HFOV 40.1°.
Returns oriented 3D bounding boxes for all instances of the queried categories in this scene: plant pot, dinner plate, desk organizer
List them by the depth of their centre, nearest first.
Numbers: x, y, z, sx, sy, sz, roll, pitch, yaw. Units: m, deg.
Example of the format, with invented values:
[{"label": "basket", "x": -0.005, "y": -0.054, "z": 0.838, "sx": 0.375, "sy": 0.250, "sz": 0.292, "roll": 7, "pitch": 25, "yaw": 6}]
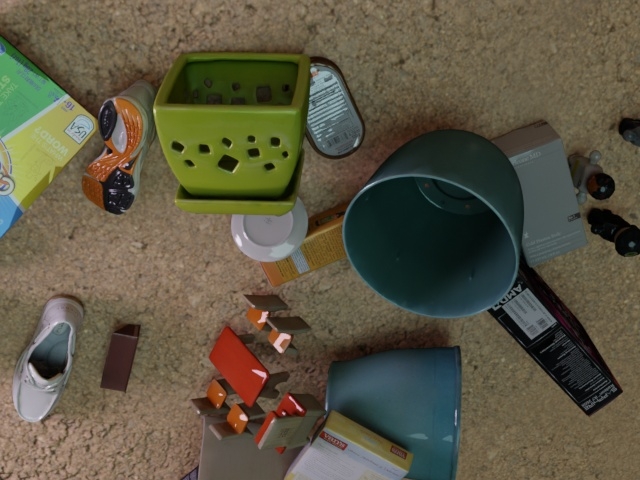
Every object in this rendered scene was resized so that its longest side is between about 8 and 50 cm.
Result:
[{"label": "plant pot", "x": -0.130, "y": -0.168, "z": 1.421, "sx": 0.228, "sy": 0.227, "sz": 0.207, "roll": 1, "pitch": 123, "yaw": 4}, {"label": "plant pot", "x": 0.212, "y": -0.054, "z": 1.497, "sx": 0.292, "sy": 0.235, "sz": 0.293, "roll": 13, "pitch": 132, "yaw": 15}, {"label": "dinner plate", "x": -0.093, "y": -0.032, "z": 1.573, "sx": 0.141, "sy": 0.017, "sz": 0.141, "roll": -1, "pitch": 79, "yaw": 5}, {"label": "desk organizer", "x": -0.383, "y": 0.223, "z": 1.678, "sx": 0.050, "sy": 0.047, "sz": 0.130, "roll": 13, "pitch": 113, "yaw": -13}, {"label": "plant pot", "x": 0.138, "y": 0.334, "z": 1.718, "sx": 0.255, "sy": 0.272, "sz": 0.272, "roll": 3, "pitch": 116, "yaw": 6}]

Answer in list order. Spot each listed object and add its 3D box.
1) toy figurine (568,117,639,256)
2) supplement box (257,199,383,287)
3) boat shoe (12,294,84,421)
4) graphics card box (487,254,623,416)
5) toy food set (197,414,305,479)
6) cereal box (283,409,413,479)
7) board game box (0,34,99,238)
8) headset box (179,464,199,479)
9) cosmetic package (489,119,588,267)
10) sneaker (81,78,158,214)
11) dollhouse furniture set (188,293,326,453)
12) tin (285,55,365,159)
[{"label": "toy figurine", "x": 0.582, "y": -0.101, "z": 1.625, "sx": 0.213, "sy": 0.148, "sz": 0.210, "roll": -32, "pitch": 117, "yaw": 5}, {"label": "supplement box", "x": 0.000, "y": 0.000, "z": 1.618, "sx": 0.233, "sy": 0.078, "sz": 0.080, "roll": -24, "pitch": 118, "yaw": 3}, {"label": "boat shoe", "x": -0.515, "y": 0.238, "z": 1.634, "sx": 0.098, "sy": 0.096, "sz": 0.277, "roll": 15, "pitch": 113, "yaw": -17}, {"label": "graphics card box", "x": 0.410, "y": 0.142, "z": 1.671, "sx": 0.094, "sy": 0.233, "sz": 0.371, "roll": -39, "pitch": 115, "yaw": 16}, {"label": "toy food set", "x": -0.144, "y": 0.499, "z": 1.726, "sx": 0.219, "sy": 0.306, "sz": 0.092, "roll": 12, "pitch": 144, "yaw": -15}, {"label": "cereal box", "x": 0.048, "y": 0.426, "z": 1.640, "sx": 0.173, "sy": 0.047, "sz": 0.240, "roll": 29, "pitch": 135, "yaw": -2}, {"label": "board game box", "x": -0.548, "y": -0.152, "z": 1.412, "sx": 0.242, "sy": 0.064, "sz": 0.316, "roll": 42, "pitch": 88, "yaw": -25}, {"label": "headset box", "x": -0.233, "y": 0.627, "z": 1.855, "sx": 0.283, "sy": 0.131, "sz": 0.246, "roll": -39, "pitch": 116, "yaw": 9}, {"label": "cosmetic package", "x": 0.402, "y": -0.087, "z": 1.631, "sx": 0.127, "sy": 0.107, "sz": 0.238, "roll": -22, "pitch": 120, "yaw": 5}, {"label": "sneaker", "x": -0.321, "y": -0.155, "z": 1.479, "sx": 0.099, "sy": 0.121, "sz": 0.262, "roll": 29, "pitch": 133, "yaw": -1}, {"label": "dollhouse furniture set", "x": -0.121, "y": 0.265, "z": 1.618, "sx": 0.135, "sy": 0.259, "sz": 0.262, "roll": 7, "pitch": 117, "yaw": -49}, {"label": "tin", "x": 0.011, "y": -0.229, "z": 1.531, "sx": 0.106, "sy": 0.040, "sz": 0.190, "roll": -28, "pitch": 117, "yaw": 0}]
